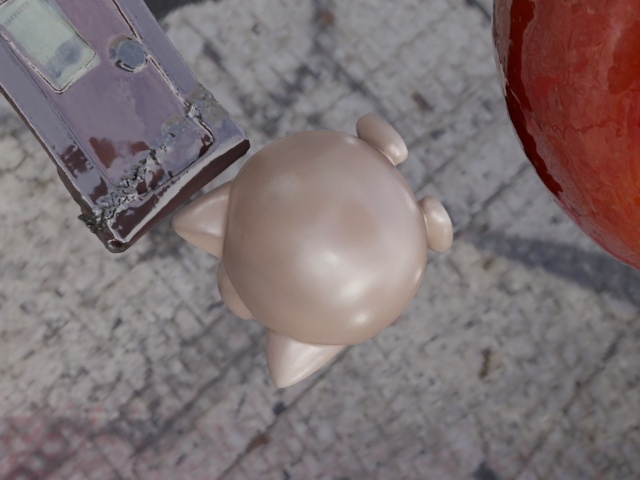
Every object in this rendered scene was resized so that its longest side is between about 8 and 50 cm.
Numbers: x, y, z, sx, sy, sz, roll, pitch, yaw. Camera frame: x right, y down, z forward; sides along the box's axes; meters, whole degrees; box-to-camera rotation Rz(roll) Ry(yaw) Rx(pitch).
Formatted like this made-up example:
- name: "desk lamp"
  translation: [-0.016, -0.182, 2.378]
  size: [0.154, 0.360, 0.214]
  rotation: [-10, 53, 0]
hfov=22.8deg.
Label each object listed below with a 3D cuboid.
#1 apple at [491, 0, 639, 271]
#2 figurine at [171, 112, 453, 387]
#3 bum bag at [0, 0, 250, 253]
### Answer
- name: "apple"
  translation: [0.196, -0.095, 0.602]
  size: [0.260, 0.260, 0.216]
  rotation: [37, 33, -12]
- name: "figurine"
  translation: [0.000, 0.000, 0.904]
  size: [0.138, 0.125, 0.125]
  rotation: [-35, 86, -6]
- name: "bum bag"
  translation: [-0.120, -0.083, 0.866]
  size: [0.109, 0.026, 0.159]
  rotation: [-39, 97, -32]
